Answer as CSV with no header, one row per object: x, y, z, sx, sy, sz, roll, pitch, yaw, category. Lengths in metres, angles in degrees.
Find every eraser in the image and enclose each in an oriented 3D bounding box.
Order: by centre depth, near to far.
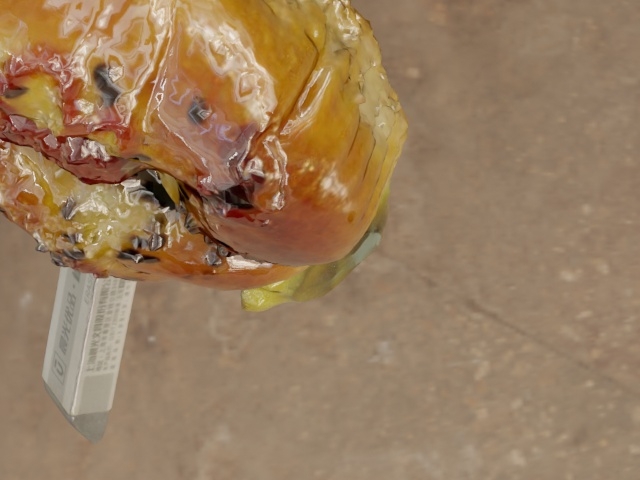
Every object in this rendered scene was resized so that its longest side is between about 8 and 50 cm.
-0.262,0.081,1.907,0.089,0.061,0.352,44,130,41,eraser

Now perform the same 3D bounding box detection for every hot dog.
-0.133,-0.098,1.008,0.196,0.365,0.367,-64,18,-15,hot dog

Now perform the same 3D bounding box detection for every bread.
0.000,0.000,1.996,0.088,0.233,0.161,42,159,26,bread
